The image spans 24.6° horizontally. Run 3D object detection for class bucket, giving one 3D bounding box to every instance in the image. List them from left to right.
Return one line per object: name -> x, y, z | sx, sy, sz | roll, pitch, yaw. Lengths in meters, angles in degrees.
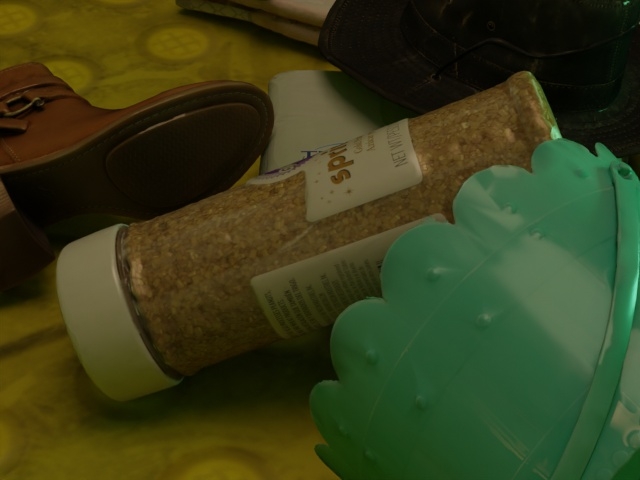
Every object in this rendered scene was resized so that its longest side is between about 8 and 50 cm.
bucket -> 0.148, 0.100, 0.883 | 0.281, 0.281, 0.183 | -25, 50, -30

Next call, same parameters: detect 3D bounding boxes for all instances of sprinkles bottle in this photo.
sprinkles bottle -> 0.000, 0.000, 1.015 | 0.355, 0.121, 0.121 | -20, 38, 9

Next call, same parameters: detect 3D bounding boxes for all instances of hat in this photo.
hat -> 0.161, -0.199, 1.206 | 0.331, 0.134, 0.331 | 4, 34, -3

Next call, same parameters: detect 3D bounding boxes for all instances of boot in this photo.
boot -> -0.193, -0.085, 1.204 | 0.283, 0.109, 0.220 | -33, 37, -2

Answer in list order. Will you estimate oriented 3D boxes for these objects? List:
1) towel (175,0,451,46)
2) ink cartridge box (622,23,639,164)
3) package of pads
towel -> 0.059, -0.287, 1.542 | 0.316, 0.053, 0.332 | 19, 40, 22
ink cartridge box -> 0.228, -0.163, 1.364 | 0.148, 0.086, 0.203 | 11, 38, 11
package of pads -> 0.097, -0.045, 1.193 | 0.296, 0.101, 0.229 | 2, 38, -2
